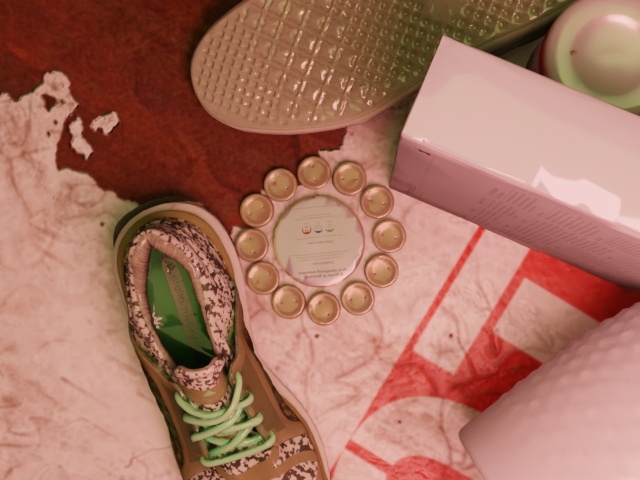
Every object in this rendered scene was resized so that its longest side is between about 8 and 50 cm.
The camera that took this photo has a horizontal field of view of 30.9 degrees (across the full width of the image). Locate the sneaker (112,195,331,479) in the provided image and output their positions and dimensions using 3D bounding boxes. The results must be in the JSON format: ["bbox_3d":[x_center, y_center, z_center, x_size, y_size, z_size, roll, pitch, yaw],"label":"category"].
[{"bbox_3d":[-0.113,0.154,1.161,0.158,0.182,0.410,-25,91,4],"label":"sneaker"}]

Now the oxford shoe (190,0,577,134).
[{"bbox_3d":[0.078,-0.223,1.206,0.449,0.130,0.169,-19,93,17],"label":"oxford shoe"}]

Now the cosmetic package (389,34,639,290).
[{"bbox_3d":[0.211,-0.053,1.059,0.285,0.377,0.097,21,87,3],"label":"cosmetic package"}]

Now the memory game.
[{"bbox_3d":[0.000,0.000,1.250,0.186,0.012,0.186,0,88,3],"label":"memory game"}]

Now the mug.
[{"bbox_3d":[0.370,0.220,1.112,0.328,0.276,0.374,-39,119,3],"label":"mug"}]

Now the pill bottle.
[{"bbox_3d":[0.265,-0.161,1.138,0.121,0.221,0.121,0,88,3],"label":"pill bottle"}]
